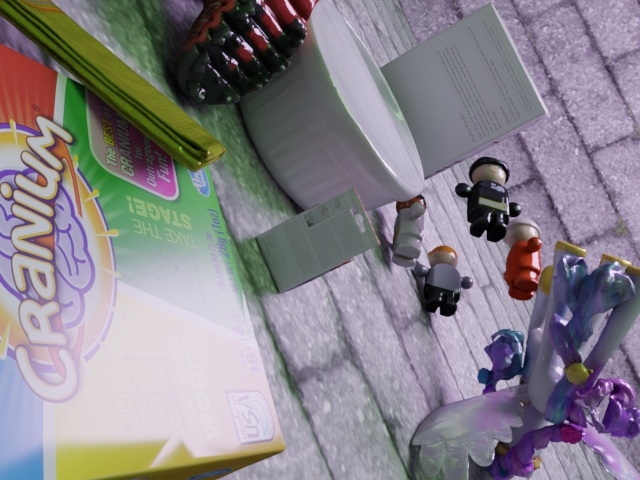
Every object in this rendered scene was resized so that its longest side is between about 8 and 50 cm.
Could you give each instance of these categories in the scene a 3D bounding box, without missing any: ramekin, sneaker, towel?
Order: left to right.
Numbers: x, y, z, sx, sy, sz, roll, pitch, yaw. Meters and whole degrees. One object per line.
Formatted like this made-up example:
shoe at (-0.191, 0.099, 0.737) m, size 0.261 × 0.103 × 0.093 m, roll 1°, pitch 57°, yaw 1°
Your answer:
towel at (-0.160, -0.133, 0.454) m, size 0.237 × 0.021 × 0.102 m, roll 40°, pitch 12°, yaw -7°
sneaker at (-0.064, -0.257, 0.706) m, size 0.135 × 0.276 × 0.097 m, roll 31°, pitch -10°, yaw 36°
ramekin at (0.011, -0.149, 0.847) m, size 0.273 × 0.127 × 0.273 m, roll 48°, pitch 26°, yaw -33°

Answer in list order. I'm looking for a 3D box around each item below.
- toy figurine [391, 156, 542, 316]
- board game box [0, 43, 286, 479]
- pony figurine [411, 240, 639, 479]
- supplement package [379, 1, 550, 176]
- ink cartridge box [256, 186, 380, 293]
toy figurine at (0.222, -0.004, 1.055) m, size 0.213 × 0.209 × 0.148 m, roll 49°, pitch 37°, yaw -33°
board game box at (-0.154, 0.015, 0.361) m, size 0.316 × 0.064 × 0.242 m, roll 21°, pitch 47°, yaw -61°
pony figurine at (0.300, 0.191, 0.867) m, size 0.351 × 0.302 × 0.364 m, roll -13°, pitch 122°, yaw -76°
supplement package at (0.178, -0.200, 1.061) m, size 0.178 × 0.292 × 0.175 m, roll 64°, pitch 22°, yaw 1°
ink cartridge box at (0.000, 0.000, 0.665) m, size 0.063 × 0.115 × 0.029 m, roll 66°, pitch 22°, yaw 7°
